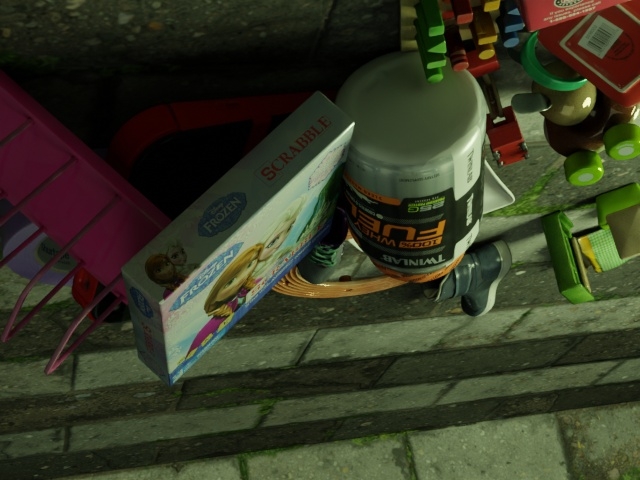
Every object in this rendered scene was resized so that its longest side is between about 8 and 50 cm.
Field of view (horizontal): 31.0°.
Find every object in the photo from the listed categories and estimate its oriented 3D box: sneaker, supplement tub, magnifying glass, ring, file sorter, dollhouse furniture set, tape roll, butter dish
[{"bbox_3d":[0.000,0.000,1.715,0.083,0.098,0.223,6,132,-4],"label":"sneaker"},{"bbox_3d":[0.123,-0.086,1.542,0.193,0.193,0.316,-12,147,0],"label":"supplement tub"},{"bbox_3d":[0.363,-0.247,1.498,0.231,0.092,0.026,-15,156,-21],"label":"magnifying glass"},{"bbox_3d":[0.066,0.023,1.923,0.336,0.032,0.336,-9,159,-4],"label":"ring"},{"bbox_3d":[-0.355,-0.012,1.357,0.182,0.291,0.202,-49,-179,-36],"label":"file sorter"},{"bbox_3d":[0.255,0.088,2.182,0.163,0.086,0.226,-16,149,-18],"label":"sneaker"},{"bbox_3d":[0.555,0.034,2.138,0.197,0.151,0.301,-21,156,20],"label":"dollhouse furniture set"},{"bbox_3d":[-0.317,-0.028,1.655,0.275,0.090,0.275,-10,158,-4],"label":"tape roll"},{"bbox_3d":[0.376,-0.270,1.408,0.160,0.118,0.160,36,146,-5],"label":"butter dish"}]

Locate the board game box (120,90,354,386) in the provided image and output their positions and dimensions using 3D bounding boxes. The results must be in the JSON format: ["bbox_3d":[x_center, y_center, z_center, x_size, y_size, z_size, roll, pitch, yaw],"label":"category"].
[{"bbox_3d":[-0.100,0.009,1.423,0.319,0.066,0.318,-45,167,-20],"label":"board game box"}]

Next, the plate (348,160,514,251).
[{"bbox_3d":[0.141,-0.077,1.816,0.278,0.045,0.277,-19,155,18],"label":"plate"}]

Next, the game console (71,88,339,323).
[{"bbox_3d":[-0.150,-0.044,1.569,0.342,0.060,0.386,-14,145,-35],"label":"game console"}]

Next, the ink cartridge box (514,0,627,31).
[{"bbox_3d":[0.278,-0.359,1.124,0.226,0.131,0.306,-16,158,10],"label":"ink cartridge box"}]

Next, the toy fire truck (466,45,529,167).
[{"bbox_3d":[0.236,-0.178,1.553,0.047,0.135,0.192,-18,171,11],"label":"toy fire truck"}]

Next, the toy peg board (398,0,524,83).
[{"bbox_3d":[0.179,-0.260,1.368,0.161,0.079,0.161,-11,158,0],"label":"toy peg board"}]

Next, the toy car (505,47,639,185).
[{"bbox_3d":[0.318,-0.184,1.536,0.188,0.155,0.149,15,146,-30],"label":"toy car"}]
